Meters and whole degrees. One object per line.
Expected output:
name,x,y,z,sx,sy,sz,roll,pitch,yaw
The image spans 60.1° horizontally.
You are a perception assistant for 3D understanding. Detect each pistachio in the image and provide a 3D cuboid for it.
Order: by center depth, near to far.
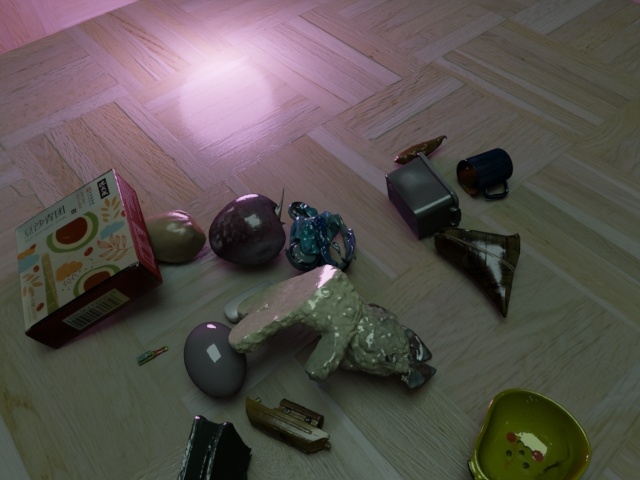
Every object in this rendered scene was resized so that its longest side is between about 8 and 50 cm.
pistachio,-0.443,-0.014,1.624,0.223,0.126,0.152,7,85,11

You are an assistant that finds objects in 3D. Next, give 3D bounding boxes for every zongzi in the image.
zongzi,0.409,0.076,1.518,0.247,0.111,0.241,11,58,19

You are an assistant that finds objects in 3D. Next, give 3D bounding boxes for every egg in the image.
egg,-0.255,0.289,1.346,0.146,0.146,0.199,-17,57,-11

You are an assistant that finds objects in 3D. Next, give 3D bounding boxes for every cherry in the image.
cherry,-0.199,-0.031,1.587,0.265,0.184,0.213,-26,39,8

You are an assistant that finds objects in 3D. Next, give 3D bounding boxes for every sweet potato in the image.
sweet potato,0.338,-0.299,1.851,0.205,0.060,0.068,-31,27,-13

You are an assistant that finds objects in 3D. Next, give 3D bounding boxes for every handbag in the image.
handbag,-0.216,0.504,1.098,0.079,0.260,0.248,4,55,10

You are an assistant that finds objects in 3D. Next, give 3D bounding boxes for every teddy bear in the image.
teddy bear,0.032,0.255,1.353,0.375,0.362,0.327,-29,20,14

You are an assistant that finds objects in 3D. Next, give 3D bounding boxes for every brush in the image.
brush,-0.436,0.293,1.435,0.083,0.021,0.019,-26,51,-18

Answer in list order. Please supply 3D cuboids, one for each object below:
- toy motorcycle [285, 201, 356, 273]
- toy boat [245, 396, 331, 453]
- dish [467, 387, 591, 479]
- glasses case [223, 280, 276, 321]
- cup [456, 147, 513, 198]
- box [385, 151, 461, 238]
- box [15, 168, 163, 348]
toy motorcycle,0.000,0.000,1.585,0.206,0.154,0.260,15,45,-15
toy boat,-0.075,0.418,1.286,0.225,0.068,0.088,18,49,21
dish,0.436,0.463,1.189,0.221,0.108,0.262,30,57,25
glasses case,-0.187,0.165,1.513,0.164,0.041,0.063,-29,56,-20
cup,0.524,-0.205,1.751,0.138,0.150,0.113,-22,18,-16
box,0.300,-0.128,1.660,0.135,0.163,0.243,-26,54,-6
box,-0.648,0.042,1.526,0.344,0.122,0.385,-31,53,2
